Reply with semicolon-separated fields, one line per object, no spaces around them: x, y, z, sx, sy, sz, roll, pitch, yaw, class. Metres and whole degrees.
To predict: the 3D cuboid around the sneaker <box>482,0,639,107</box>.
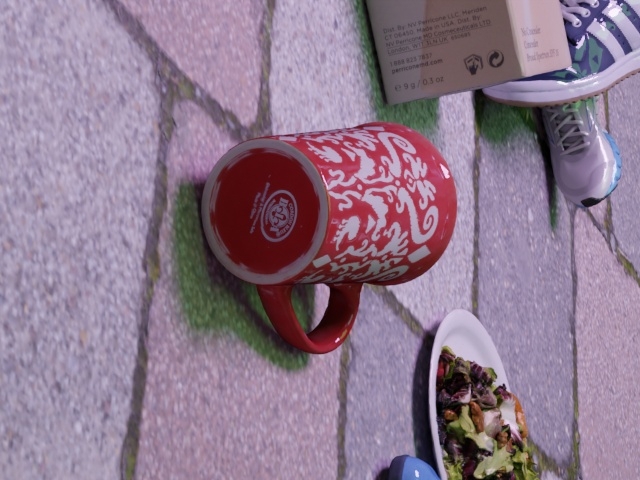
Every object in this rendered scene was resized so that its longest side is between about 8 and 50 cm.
0.260;-0.227;1.738;0.282;0.099;0.153;-21;118;-27;sneaker

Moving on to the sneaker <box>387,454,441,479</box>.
0.115;0.232;1.401;0.209;0.082;0.069;62;31;-32;sneaker

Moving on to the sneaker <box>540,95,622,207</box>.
0.242;-0.123;1.862;0.083;0.071;0.191;33;42;-51;sneaker

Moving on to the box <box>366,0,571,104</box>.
0.099;-0.275;1.519;0.148;0.121;0.311;-23;102;-65;box

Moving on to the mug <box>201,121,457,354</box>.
0.008;-0.004;1.225;0.169;0.113;0.150;-4;83;-63;mug

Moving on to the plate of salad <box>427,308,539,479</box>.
0.134;0.152;1.517;0.200;0.048;0.200;-10;90;-66;plate of salad
